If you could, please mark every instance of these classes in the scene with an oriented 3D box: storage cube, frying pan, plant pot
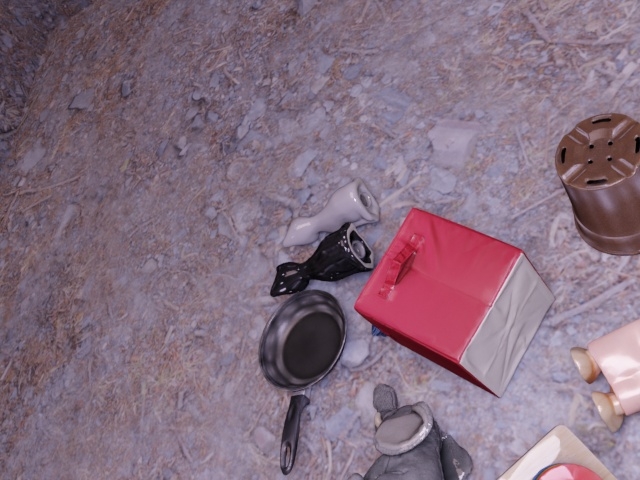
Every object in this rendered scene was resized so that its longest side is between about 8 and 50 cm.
[{"bbox_3d":[0.203,0.094,1.058,0.193,0.215,0.184,25,80,39],"label":"storage cube"},{"bbox_3d":[-0.014,0.230,1.254,0.197,0.053,0.326,-35,46,16],"label":"frying pan"},{"bbox_3d":[0.427,-0.087,1.022,0.166,0.165,0.167,-20,53,28],"label":"plant pot"}]

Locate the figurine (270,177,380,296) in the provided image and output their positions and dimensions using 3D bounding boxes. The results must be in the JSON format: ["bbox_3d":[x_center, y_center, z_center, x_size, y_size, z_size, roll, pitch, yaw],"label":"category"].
[{"bbox_3d":[0.000,0.000,1.352,0.209,0.092,0.215,-25,34,31],"label":"figurine"}]

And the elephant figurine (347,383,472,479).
[{"bbox_3d":[0.131,0.308,1.029,0.185,0.169,0.239,17,55,15],"label":"elephant figurine"}]

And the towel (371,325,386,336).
[{"bbox_3d":[0.109,0.112,1.192,0.029,0.119,0.067,7,57,-2],"label":"towel"}]

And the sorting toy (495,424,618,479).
[{"bbox_3d":[0.275,0.388,0.796,0.257,0.089,0.255,-42,69,-2],"label":"sorting toy"}]

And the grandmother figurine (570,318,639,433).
[{"bbox_3d":[0.498,0.110,0.893,0.342,0.104,0.208,-28,76,19],"label":"grandmother figurine"}]
